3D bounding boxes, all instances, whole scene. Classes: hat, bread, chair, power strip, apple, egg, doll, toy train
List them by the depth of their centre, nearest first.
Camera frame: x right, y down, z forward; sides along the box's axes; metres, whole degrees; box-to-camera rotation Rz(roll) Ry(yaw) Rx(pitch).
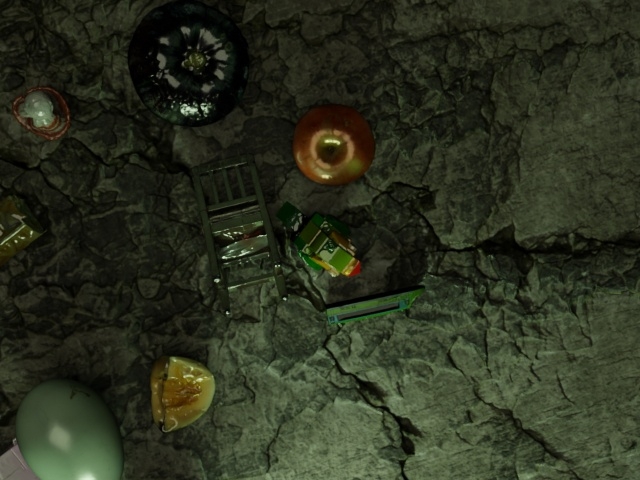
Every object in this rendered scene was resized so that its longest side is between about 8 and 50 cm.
[{"bbox_3d":[-0.520,-0.240,1.550,0.112,0.162,0.094,28,93,-12],"label":"hat"},{"bbox_3d":[-0.665,0.022,1.616,0.269,0.098,0.087,-35,58,1],"label":"bread"},{"bbox_3d":[0.027,-0.185,1.618,0.163,0.139,0.164,2,107,5],"label":"apple"},{"bbox_3d":[0.006,0.004,1.627,0.106,0.186,0.134,-50,128,3],"label":"doll"},{"bbox_3d":[-0.483,0.392,1.640,0.182,0.183,0.264,-28,105,0],"label":"egg"},{"bbox_3d":[-0.159,-0.013,1.643,0.136,0.147,0.271,-15,56,-4],"label":"chair"},{"bbox_3d":[-0.558,0.523,1.708,0.109,0.037,0.279,-38,100,-24],"label":"power strip"},{"bbox_3d":[0.115,0.134,1.717,0.209,0.044,0.042,-11,99,-3],"label":"toy train"}]

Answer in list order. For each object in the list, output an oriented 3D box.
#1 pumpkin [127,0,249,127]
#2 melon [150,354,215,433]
[{"bbox_3d":[-0.243,-0.326,1.557,0.232,0.163,0.233,-2,97,-16],"label":"pumpkin"},{"bbox_3d":[-0.282,0.301,1.701,0.128,0.079,0.160,3,98,-23],"label":"melon"}]
